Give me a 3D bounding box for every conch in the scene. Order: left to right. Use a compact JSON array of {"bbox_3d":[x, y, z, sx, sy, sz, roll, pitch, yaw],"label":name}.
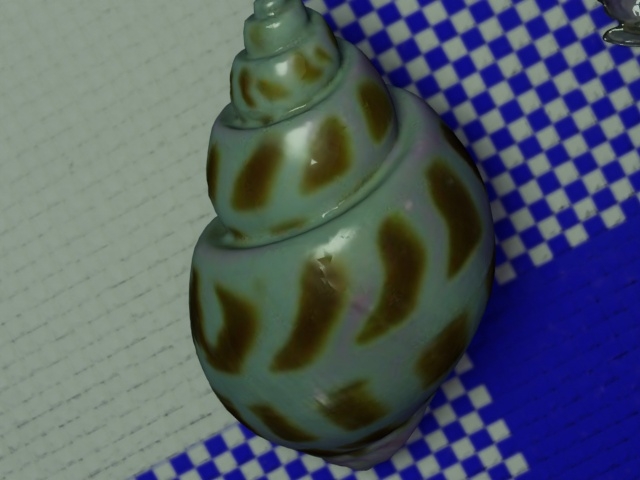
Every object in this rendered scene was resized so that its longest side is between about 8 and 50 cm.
[{"bbox_3d":[0.000,0.001,1.283,0.249,0.197,0.368,-6,93,24],"label":"conch"}]

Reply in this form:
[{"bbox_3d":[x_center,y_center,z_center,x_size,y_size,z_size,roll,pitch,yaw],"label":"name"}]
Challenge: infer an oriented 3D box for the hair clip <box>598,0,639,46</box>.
[{"bbox_3d":[0.294,-0.177,1.311,0.195,0.052,0.124,15,94,5],"label":"hair clip"}]
